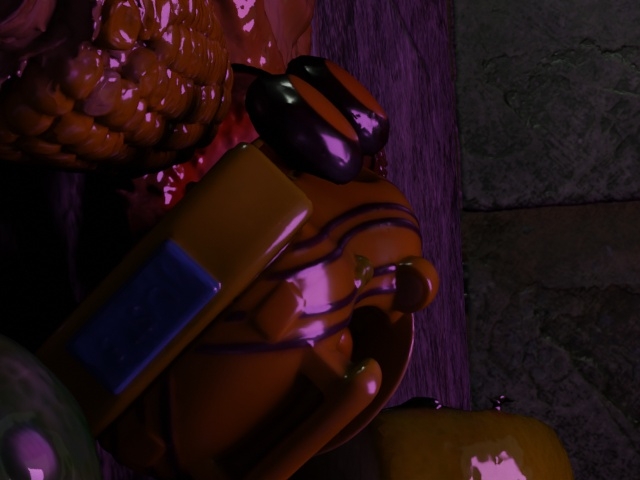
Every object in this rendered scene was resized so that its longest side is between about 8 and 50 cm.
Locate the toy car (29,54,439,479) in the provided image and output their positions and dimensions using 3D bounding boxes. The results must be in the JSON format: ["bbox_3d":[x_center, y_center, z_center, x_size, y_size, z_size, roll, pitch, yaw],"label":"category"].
[{"bbox_3d":[-0.029,0.033,0.824,0.142,0.200,0.248,45,16,-1],"label":"toy car"}]

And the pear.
[{"bbox_3d":[0.047,0.242,1.046,0.286,0.176,0.281,-28,-119,60],"label":"pear"}]

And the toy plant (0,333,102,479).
[{"bbox_3d":[-0.107,0.144,0.560,0.235,0.175,0.218,59,18,-2],"label":"toy plant"}]

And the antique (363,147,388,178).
[{"bbox_3d":[0.000,0.000,1.419,0.310,0.093,0.087,-79,162,-60],"label":"antique"}]

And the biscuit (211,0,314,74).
[{"bbox_3d":[-0.054,-0.165,1.184,0.274,0.091,0.213,68,18,-67],"label":"biscuit"}]

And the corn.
[{"bbox_3d":[-0.099,-0.084,0.804,0.322,0.119,0.119,-1,86,-81],"label":"corn"}]

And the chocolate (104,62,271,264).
[{"bbox_3d":[-0.063,-0.018,0.998,0.133,0.124,0.127,-52,155,-33],"label":"chocolate"}]
